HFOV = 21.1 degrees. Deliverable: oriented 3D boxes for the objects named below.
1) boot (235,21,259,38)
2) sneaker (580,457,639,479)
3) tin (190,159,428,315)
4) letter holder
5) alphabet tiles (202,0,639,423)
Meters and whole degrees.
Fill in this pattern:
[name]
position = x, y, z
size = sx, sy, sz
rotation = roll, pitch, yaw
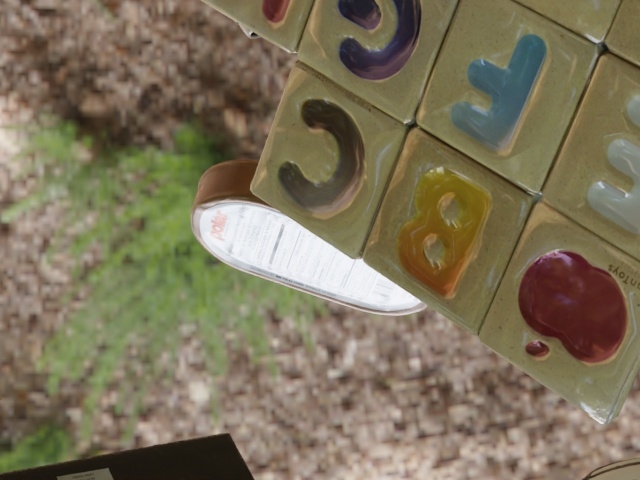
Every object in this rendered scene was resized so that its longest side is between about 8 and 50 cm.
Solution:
[boot]
position = -0.045, -0.138, 0.831
size = 0.118, 0.087, 0.042
rotation = -24, 169, 17
[sneaker]
position = 0.367, 0.270, 1.329
size = 0.448, 0.169, 0.257
rotation = 14, 180, 27
[tin]
position = 0.000, 0.000, 1.218
size = 0.190, 0.040, 0.106
rotation = 18, 144, -2
[letter holder]
position = -0.214, 0.316, 1.596
size = 0.302, 0.152, 0.214
rotation = -4, 145, -45
[alphabet tiles]
position = 0.091, -0.125, 0.556
size = 0.011, 0.285, 0.342
rotation = -13, 129, -52
